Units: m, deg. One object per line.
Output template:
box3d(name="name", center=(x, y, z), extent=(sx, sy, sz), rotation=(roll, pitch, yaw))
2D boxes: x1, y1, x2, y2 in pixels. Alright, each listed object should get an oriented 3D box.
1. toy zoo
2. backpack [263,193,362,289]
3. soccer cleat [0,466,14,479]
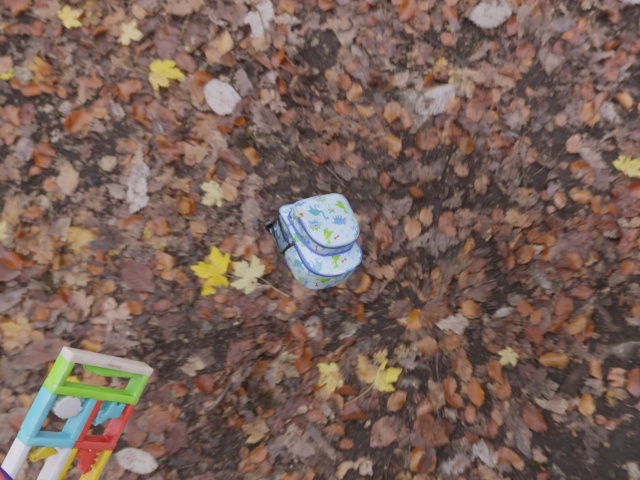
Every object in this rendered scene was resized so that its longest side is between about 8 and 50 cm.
box3d(name="toy zoo", center=(-0.411, 0.325, 1.217), extent=(0.030, 0.192, 0.293), rotation=(25, 88, 33))
box3d(name="backpack", center=(0.000, 0.000, 0.964), extent=(0.105, 0.084, 0.114), rotation=(-14, 69, -33))
box3d(name="soccer cleat", center=(-0.394, 0.409, 0.983), extent=(0.108, 0.116, 0.318), rotation=(-40, 87, -6))
